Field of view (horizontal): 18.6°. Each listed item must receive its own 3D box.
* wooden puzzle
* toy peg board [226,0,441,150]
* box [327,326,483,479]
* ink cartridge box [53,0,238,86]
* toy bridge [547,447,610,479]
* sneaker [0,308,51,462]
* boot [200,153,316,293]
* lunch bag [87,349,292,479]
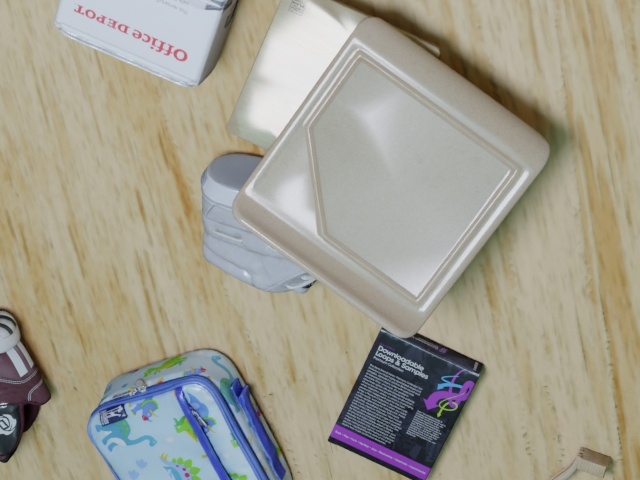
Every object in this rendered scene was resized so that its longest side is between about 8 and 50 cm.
[{"bbox_3d":[0.066,-0.060,1.871,0.221,0.044,0.239,36,101,-2],"label":"wooden puzzle"},{"bbox_3d":[0.016,-0.153,1.914,0.161,0.079,0.161,24,106,1],"label":"toy peg board"},{"bbox_3d":[0.090,0.173,2.080,0.116,0.029,0.162,25,122,2],"label":"box"},{"bbox_3d":[-0.147,-0.278,1.876,0.158,0.092,0.218,24,119,3],"label":"ink cartridge box"},{"bbox_3d":[0.254,0.301,2.100,0.063,0.026,0.188,20,121,9],"label":"toy bridge"},{"bbox_3d":[-0.426,0.199,2.207,0.281,0.106,0.162,-23,111,25],"label":"sneaker"},{"bbox_3d":[0.000,0.000,1.991,0.258,0.095,0.123,17,129,15],"label":"boot"},{"bbox_3d":[-0.138,0.234,2.148,0.176,0.090,0.219,-17,112,21],"label":"lunch bag"}]
